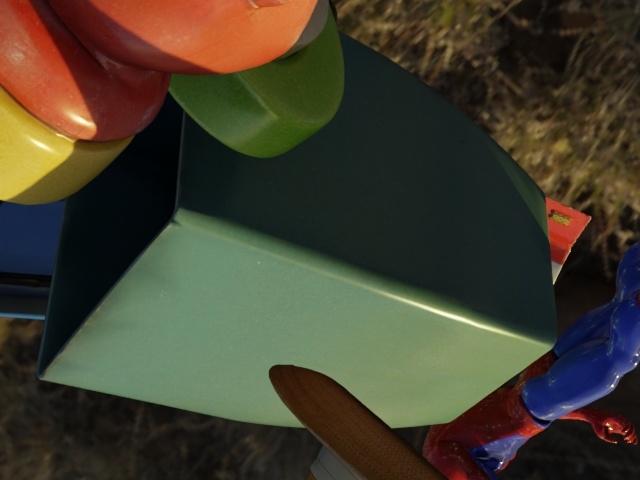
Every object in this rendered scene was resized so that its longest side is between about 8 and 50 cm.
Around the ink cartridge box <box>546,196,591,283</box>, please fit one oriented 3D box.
[{"bbox_3d":[0.136,0.007,1.219,0.145,0.045,0.179,24,154,4],"label":"ink cartridge box"}]

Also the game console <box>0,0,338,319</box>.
[{"bbox_3d":[-0.141,-0.071,0.972,0.293,0.250,0.173,3,113,1],"label":"game console"}]

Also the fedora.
[{"bbox_3d":[0.034,0.125,0.494,0.194,0.079,0.194,41,177,3],"label":"fedora"}]

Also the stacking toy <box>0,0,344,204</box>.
[{"bbox_3d":[-0.050,-0.175,0.515,0.130,0.279,0.309,-24,77,26],"label":"stacking toy"}]

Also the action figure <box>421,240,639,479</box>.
[{"bbox_3d":[0.164,0.100,0.813,0.139,0.091,0.280,42,125,-12],"label":"action figure"}]

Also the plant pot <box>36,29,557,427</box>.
[{"bbox_3d":[0.000,0.000,0.752,0.234,0.165,0.166,19,140,-23],"label":"plant pot"}]
